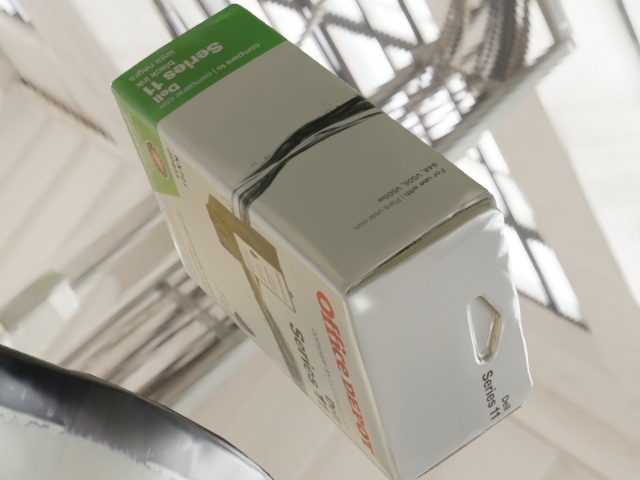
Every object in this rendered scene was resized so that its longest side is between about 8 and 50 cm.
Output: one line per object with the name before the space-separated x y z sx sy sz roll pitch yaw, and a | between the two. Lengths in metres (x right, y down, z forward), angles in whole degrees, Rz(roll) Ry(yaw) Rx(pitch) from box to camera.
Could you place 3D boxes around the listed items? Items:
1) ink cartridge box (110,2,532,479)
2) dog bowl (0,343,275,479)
ink cartridge box | 0.000 0.000 0.739 0.087 0.153 0.208 -34 -134 -17
dog bowl | -0.212 0.139 0.404 0.408 0.408 0.150 -11 -117 26
